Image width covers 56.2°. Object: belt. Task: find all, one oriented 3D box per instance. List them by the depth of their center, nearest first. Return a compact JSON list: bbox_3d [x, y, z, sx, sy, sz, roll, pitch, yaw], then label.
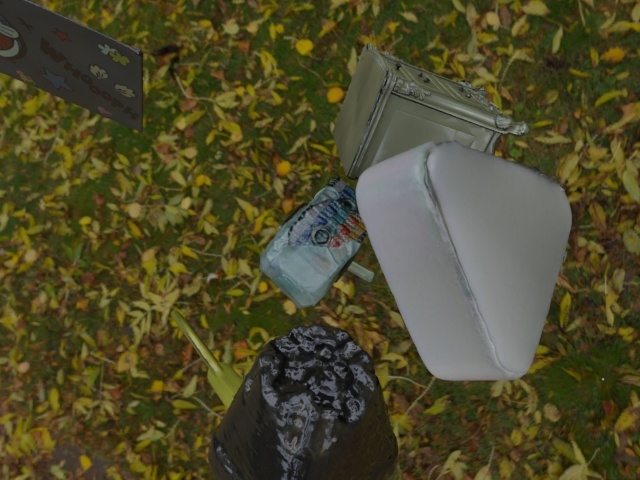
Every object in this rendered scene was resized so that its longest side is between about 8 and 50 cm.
[{"bbox_3d":[0.000,0.000,1.115,0.150,0.257,0.207,42,134,-2],"label":"belt"}]

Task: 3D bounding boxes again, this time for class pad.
[{"bbox_3d":[-0.291,-0.192,0.586,0.245,0.170,0.006,23,69,-10],"label":"pad"}]

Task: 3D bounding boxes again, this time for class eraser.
[{"bbox_3d":[0.194,-0.008,0.844,0.149,0.331,0.332,-14,70,51],"label":"eraser"}]

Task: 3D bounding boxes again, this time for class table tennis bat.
[{"bbox_3d":[-0.210,0.251,1.197,0.054,0.224,0.368,-36,26,-15],"label":"table tennis bat"}]

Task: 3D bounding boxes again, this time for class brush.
[{"bbox_3d":[0.055,0.056,1.518,0.178,0.030,0.033,29,117,19],"label":"brush"}]

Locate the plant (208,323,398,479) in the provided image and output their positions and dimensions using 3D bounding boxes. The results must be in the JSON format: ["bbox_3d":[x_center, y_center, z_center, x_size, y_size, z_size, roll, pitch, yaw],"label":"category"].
[{"bbox_3d":[-0.014,0.195,0.575,0.164,0.256,0.142,-30,58,-31],"label":"plant"}]

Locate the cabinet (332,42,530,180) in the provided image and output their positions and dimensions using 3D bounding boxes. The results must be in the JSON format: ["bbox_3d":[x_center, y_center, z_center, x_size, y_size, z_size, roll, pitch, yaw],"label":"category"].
[{"bbox_3d":[0.223,-0.245,1.297,0.317,0.290,0.228,15,116,-13],"label":"cabinet"}]
